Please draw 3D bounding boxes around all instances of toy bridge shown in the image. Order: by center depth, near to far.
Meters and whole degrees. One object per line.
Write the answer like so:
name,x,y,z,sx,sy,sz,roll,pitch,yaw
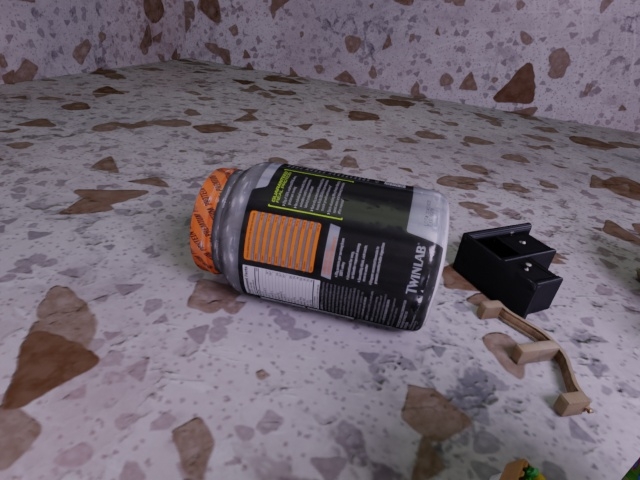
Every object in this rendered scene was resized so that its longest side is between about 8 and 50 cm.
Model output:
toy bridge,0.284,0.146,0.551,0.063,0.026,0.188,-1,32,-15

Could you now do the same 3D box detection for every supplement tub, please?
supplement tub,0.000,0.000,0.581,0.317,0.193,0.193,12,31,9

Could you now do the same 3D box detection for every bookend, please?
bookend,0.334,0.046,0.686,0.157,0.072,0.157,-8,34,-23

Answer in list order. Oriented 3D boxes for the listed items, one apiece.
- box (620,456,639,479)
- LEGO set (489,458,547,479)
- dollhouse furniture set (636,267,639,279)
box,0.241,0.239,0.136,0.177,0.278,0.289,10,31,6
LEGO set,0.089,0.229,0.293,0.288,0.106,0.132,-6,33,-19
dollhouse furniture set,0.631,0.048,0.727,0.115,0.081,0.091,-2,31,-14
